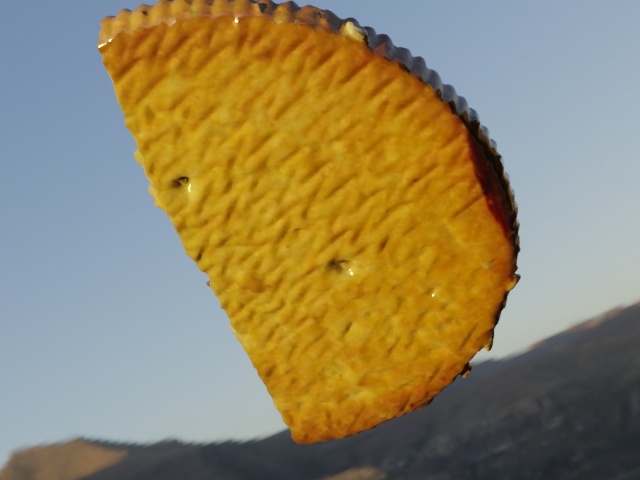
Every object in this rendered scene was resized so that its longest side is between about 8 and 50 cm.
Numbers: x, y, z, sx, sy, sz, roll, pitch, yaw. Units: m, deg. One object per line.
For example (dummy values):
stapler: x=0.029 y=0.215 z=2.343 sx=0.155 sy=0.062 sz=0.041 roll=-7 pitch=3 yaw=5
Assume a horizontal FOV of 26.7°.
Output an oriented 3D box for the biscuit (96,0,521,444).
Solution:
biscuit: x=0.008 y=-0.008 z=0.493 sx=0.126 sy=0.206 sz=0.025 roll=-14 pitch=36 yaw=14
